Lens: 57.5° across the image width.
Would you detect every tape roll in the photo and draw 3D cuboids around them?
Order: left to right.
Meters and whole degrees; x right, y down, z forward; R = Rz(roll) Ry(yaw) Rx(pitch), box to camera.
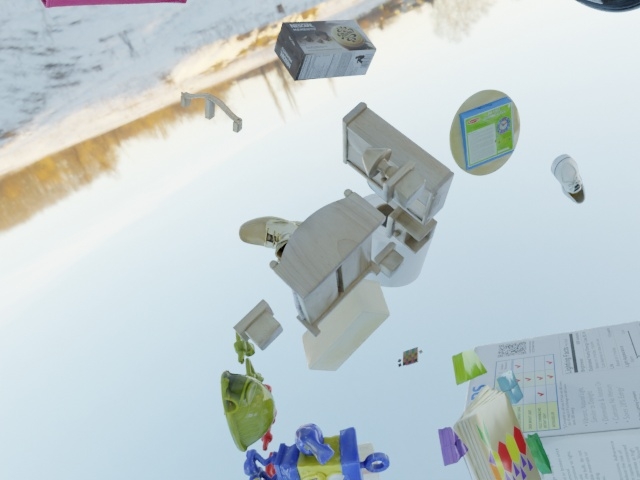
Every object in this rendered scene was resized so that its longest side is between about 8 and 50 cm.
[{"bbox_3d":[0.203,-0.005,1.728,0.245,0.169,0.246,7,-139,-6],"label":"tape roll"}]

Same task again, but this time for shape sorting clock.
[{"bbox_3d":[0.395,-0.258,1.402,0.206,0.206,0.040,-28,-149,-13],"label":"shape sorting clock"}]

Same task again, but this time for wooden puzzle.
[{"bbox_3d":[0.256,0.332,1.663,0.083,0.006,0.049,-25,-146,31],"label":"wooden puzzle"}]

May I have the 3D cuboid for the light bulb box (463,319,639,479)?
[{"bbox_3d":[0.480,0.348,1.100,0.360,0.226,0.358,-15,-167,23],"label":"light bulb box"}]

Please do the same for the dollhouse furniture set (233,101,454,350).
[{"bbox_3d":[0.000,0.000,0.828,0.355,0.173,0.303,-43,161,-14],"label":"dollhouse furniture set"}]

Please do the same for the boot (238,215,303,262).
[{"bbox_3d":[-0.127,0.002,1.704,0.261,0.095,0.203,5,-162,3],"label":"boot"}]

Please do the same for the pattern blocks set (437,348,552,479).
[{"bbox_3d":[0.244,0.291,0.801,0.026,0.286,0.324,-27,157,30],"label":"pattern blocks set"}]

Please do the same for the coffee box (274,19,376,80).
[{"bbox_3d":[0.016,-0.650,1.984,0.297,0.168,0.119,-14,150,-30],"label":"coffee box"}]

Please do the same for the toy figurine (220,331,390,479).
[{"bbox_3d":[-0.006,0.302,0.883,0.217,0.363,0.191,-3,-148,9],"label":"toy figurine"}]

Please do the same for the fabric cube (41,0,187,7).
[{"bbox_3d":[-0.349,-0.561,0.931,0.258,0.259,0.254,-22,162,-38],"label":"fabric cube"}]

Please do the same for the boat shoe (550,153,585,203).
[{"bbox_3d":[0.358,-0.084,0.832,0.035,0.100,0.035,-33,-132,10],"label":"boat shoe"}]

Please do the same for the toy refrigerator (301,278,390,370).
[{"bbox_3d":[0.061,0.217,1.468,0.270,0.094,0.102,-53,-141,37],"label":"toy refrigerator"}]

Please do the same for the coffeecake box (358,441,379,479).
[{"bbox_3d":[0.050,0.518,1.182,0.142,0.186,0.068,-7,-166,-3],"label":"coffeecake box"}]

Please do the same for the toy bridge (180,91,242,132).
[{"bbox_3d":[-0.278,-0.337,1.468,0.188,0.063,0.026,28,-132,16],"label":"toy bridge"}]

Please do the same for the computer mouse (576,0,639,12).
[{"bbox_3d":[0.416,-0.404,0.898,0.261,0.060,0.184,25,-135,30],"label":"computer mouse"}]
